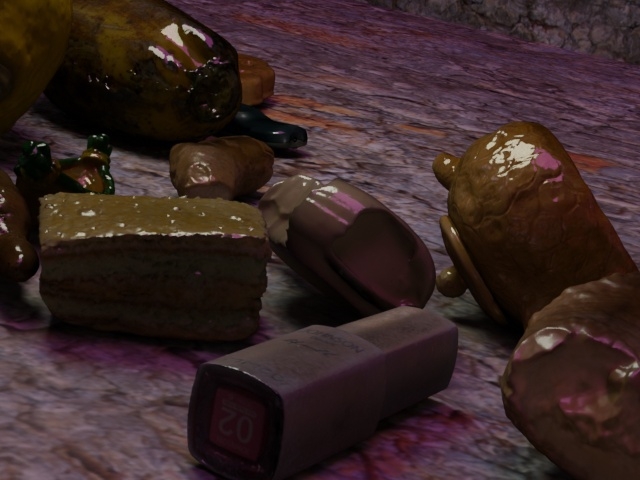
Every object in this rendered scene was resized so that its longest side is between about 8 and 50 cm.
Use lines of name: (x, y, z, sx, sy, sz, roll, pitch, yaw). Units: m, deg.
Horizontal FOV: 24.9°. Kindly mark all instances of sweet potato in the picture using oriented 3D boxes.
sweet potato: (-0.289, -0.008, 1.283, 0.075, 0.074, 0.269, 2, 21, -22)

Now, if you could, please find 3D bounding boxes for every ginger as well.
ginger: (-0.114, -0.077, 1.621, 0.095, 0.068, 0.190, 10, 16, 24)
ginger: (0.249, 0.116, 1.046, 0.276, 0.130, 0.221, 3, 27, -24)

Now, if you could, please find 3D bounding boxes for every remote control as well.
remote control: (-0.108, -0.160, 1.967, 0.072, 0.042, 0.222, -10, 24, -44)

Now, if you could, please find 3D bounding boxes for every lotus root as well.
lotus root: (-0.258, -0.238, 1.900, 0.196, 0.179, 0.397, -21, 33, -37)

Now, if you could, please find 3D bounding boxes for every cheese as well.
cheese: (0.000, 0.000, 1.323, 0.163, 0.082, 0.286, 43, -10, -24)

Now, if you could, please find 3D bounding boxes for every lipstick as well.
lipstick: (0.011, 0.101, 1.043, 0.079, 0.077, 0.253, 18, 19, 29)

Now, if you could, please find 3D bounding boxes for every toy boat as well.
toy boat: (-0.252, -0.061, 1.426, 0.089, 0.088, 0.229, 17, 9, 5)

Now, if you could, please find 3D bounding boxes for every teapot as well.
teapot: (0.184, 0.013, 1.329, 0.203, 0.167, 0.311, 51, 10, -45)

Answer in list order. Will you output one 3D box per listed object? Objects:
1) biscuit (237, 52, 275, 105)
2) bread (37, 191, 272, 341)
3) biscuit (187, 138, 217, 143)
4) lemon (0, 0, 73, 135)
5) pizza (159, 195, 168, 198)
biscuit: (-0.227, -0.252, 2.202, 0.312, 0.057, 0.351, 12, 17, 9)
bread: (-0.139, 0.020, 1.209, 0.196, 0.102, 0.138, 3, 14, -8)
biscuit: (-0.125, -0.118, 1.861, 0.082, 0.016, 0.092, 9, 14, 20)
lemon: (-0.456, -0.275, 1.659, 0.350, 0.349, 0.387, -2, 38, -33)
pizza: (-0.176, -0.005, 1.376, 0.134, 0.046, 0.175, 11, 16, 6)
